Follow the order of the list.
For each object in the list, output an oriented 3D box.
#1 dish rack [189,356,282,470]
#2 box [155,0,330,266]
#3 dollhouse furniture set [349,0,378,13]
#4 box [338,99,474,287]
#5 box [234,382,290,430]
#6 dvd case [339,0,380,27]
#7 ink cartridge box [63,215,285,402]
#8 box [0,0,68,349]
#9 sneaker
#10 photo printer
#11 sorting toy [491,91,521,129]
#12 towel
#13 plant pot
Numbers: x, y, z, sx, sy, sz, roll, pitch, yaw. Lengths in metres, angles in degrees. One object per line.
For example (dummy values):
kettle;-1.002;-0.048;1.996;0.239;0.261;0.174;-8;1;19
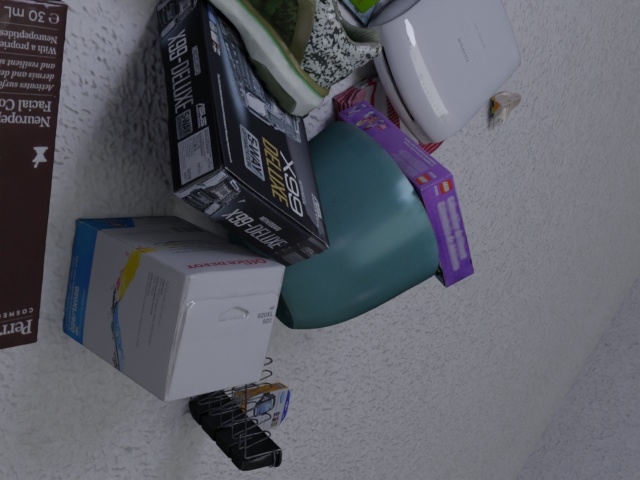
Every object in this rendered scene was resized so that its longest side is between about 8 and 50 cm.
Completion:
dish rack;-0.140;0.203;1.187;0.074;0.208;0.272;-13;117;-34
box;-0.101;-0.147;1.007;0.242;0.076;0.308;37;35;-51
dollhouse furniture set;0.102;-0.500;1.073;0.301;0.151;0.197;-39;157;16
box;0.136;-0.082;1.252;0.057;0.293;0.201;-28;129;-8
box;-0.110;0.310;1.415;0.136;0.028;0.081;-1;108;-53
dvd case;0.064;-0.421;1.275;0.119;0.013;0.087;31;83;-54
ink cartridge box;-0.197;0.080;1.022;0.171;0.232;0.168;-3;110;-50
box;-0.392;-0.073;0.789;0.191;0.143;0.382;-9;116;-49
sneaker;-0.052;-0.352;0.973;0.410;0.182;0.158;51;24;-40
photo printer;0.219;-0.340;1.376;0.307;0.107;0.256;-45;119;-32
sorting toy;0.410;-0.291;1.744;0.083;0.044;0.075;-29;136;-40
towel;0.153;-0.227;1.463;0.329;0.037;0.237;-38;135;-34
plant pot;0.000;0.000;1.199;0.235;0.293;0.293;-34;133;-15
